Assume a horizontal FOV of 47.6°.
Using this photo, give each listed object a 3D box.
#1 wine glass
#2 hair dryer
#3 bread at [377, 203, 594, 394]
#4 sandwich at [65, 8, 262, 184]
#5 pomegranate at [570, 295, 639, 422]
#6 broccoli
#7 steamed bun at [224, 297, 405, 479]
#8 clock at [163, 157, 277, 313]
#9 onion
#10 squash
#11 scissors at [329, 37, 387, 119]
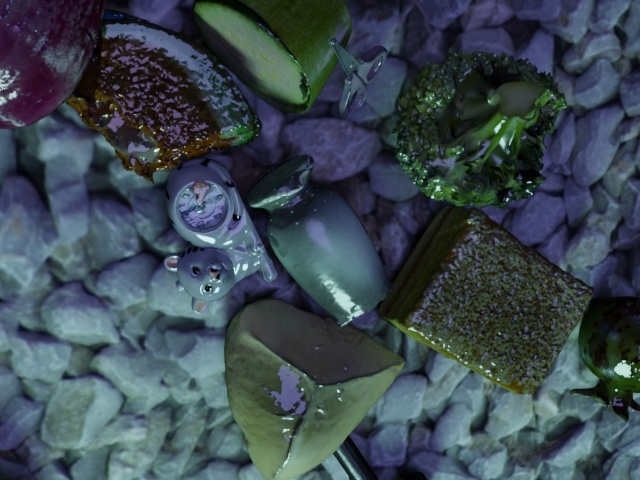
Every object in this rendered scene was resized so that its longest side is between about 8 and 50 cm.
[{"bbox_3d":[0.000,0.000,0.886,0.111,0.111,0.204,-35,107,-6],"label":"wine glass"},{"bbox_3d":[0.066,0.306,0.998,0.114,0.070,0.248,-33,98,-5],"label":"hair dryer"},{"bbox_3d":[0.218,0.082,0.964,0.234,0.110,0.184,32,88,-20],"label":"bread"},{"bbox_3d":[-0.187,-0.172,0.797,0.159,0.079,0.235,-44,95,-20],"label":"sandwich"},{"bbox_3d":[0.427,0.163,1.017,0.149,0.148,0.169,15,95,-17],"label":"pomegranate"},{"bbox_3d":[0.200,-0.136,0.879,0.226,0.176,0.197,-13,87,6],"label":"broccoli"},{"bbox_3d":[-0.034,0.175,0.900,0.212,0.110,0.231,43,82,-8],"label":"steamed bun"},{"bbox_3d":[-0.138,-0.007,0.866,0.117,0.080,0.176,-26,108,-8],"label":"clock"},{"bbox_3d":[-0.317,-0.279,0.684,0.267,0.159,0.348,40,96,-3],"label":"onion"},{"bbox_3d":[-0.044,-0.232,0.811,0.123,0.170,0.170,-44,108,-16],"label":"squash"},{"bbox_3d":[0.037,-0.198,0.830,0.015,0.189,0.100,32,95,13],"label":"scissors"}]
